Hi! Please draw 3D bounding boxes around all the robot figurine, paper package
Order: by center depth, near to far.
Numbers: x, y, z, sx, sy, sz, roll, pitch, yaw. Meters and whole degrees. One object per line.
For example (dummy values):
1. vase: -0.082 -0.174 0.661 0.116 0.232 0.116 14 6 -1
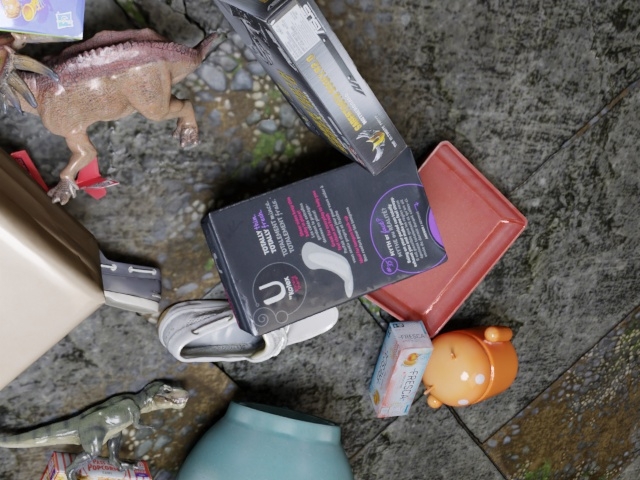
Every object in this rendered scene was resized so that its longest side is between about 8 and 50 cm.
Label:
1. paper package: -0.431 0.034 0.684 0.325 0.168 0.309 -40 116 1
2. robot figurine: 0.253 0.215 1.193 0.219 0.158 0.128 2 78 -52

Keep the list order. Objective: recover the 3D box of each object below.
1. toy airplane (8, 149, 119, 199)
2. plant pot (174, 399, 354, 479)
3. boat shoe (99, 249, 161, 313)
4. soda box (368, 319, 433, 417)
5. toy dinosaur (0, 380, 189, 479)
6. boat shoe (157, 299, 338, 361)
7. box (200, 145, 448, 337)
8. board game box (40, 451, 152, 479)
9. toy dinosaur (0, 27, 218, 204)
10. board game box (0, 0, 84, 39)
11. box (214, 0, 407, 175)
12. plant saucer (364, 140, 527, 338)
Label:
1. toy airplane: -0.316 -0.058 0.821 0.151 0.028 0.151 -17 139 -16
2. plant pot: -0.072 0.352 1.045 0.293 0.293 0.196 20 79 -34
3. boat shoe: -0.294 0.036 0.878 0.206 0.075 0.064 23 68 -32
4. soda box: 0.131 0.216 1.159 0.058 0.063 0.183 -2 132 -16
5. toy dinosaur: -0.315 0.282 0.980 0.268 0.064 0.118 -14 99 -26
6. boat shoe: -0.088 0.133 1.006 0.277 0.096 0.098 -8 119 -25
7. box: 0.000 0.000 0.913 0.271 0.143 0.165 -20 92 -15
8. board game box: -0.361 0.414 1.044 0.147 0.045 0.193 20 105 -34
9. toy dinosaur: -0.221 -0.166 0.699 0.296 0.127 0.200 -24 156 -18
10. board game box: -0.387 -0.242 0.559 0.347 0.233 0.078 -1 116 -27
11. box: -0.015 -0.198 0.813 0.056 0.183 0.231 -42 128 -3
12. plant saucer: 0.174 0.002 1.107 0.258 0.048 0.259 35 95 -37
